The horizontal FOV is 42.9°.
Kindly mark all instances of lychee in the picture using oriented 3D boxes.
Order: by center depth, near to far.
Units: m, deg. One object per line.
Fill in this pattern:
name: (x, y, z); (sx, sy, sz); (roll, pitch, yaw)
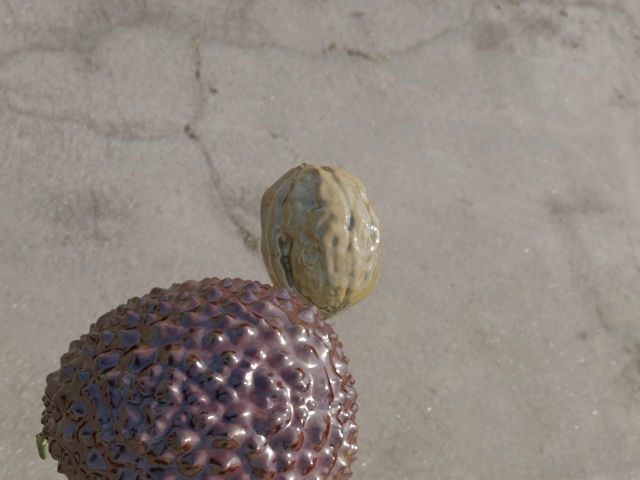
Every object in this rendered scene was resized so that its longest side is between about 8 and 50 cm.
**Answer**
lychee: (-0.103, 0.166, 0.748); (0.304, 0.275, 0.276); (16, 58, -40)

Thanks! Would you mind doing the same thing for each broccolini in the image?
broccolini: (-0.565, 0.457, 1.764); (0.062, 0.271, 0.123); (-16, 76, -34)

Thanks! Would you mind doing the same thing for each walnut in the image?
walnut: (0.000, 0.000, 1.239); (0.198, 0.198, 0.245); (-1, 86, -37)
